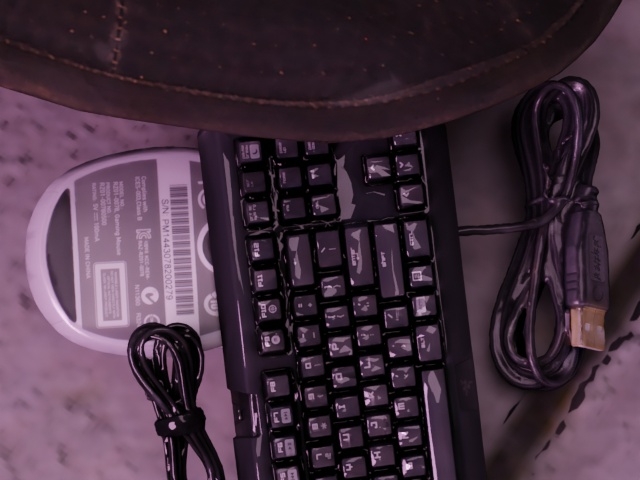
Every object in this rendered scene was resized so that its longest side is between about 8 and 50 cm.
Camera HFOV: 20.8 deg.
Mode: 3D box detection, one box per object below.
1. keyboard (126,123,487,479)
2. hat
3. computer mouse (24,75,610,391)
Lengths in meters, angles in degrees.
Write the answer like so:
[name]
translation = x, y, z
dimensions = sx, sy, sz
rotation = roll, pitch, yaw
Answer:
[keyboard]
translation = -0.003, 0.052, 0.543
dimensions = 0.108, 0.023, 0.180
rotation = -7, 89, -6
[hat]
translation = -0.058, -0.139, 0.576
dimensions = 0.331, 0.134, 0.331
rotation = 7, 62, -13
[computer mouse]
translation = 0.000, 0.000, 0.581
dimensions = 0.193, 0.042, 0.106
rotation = -2, 84, -6
